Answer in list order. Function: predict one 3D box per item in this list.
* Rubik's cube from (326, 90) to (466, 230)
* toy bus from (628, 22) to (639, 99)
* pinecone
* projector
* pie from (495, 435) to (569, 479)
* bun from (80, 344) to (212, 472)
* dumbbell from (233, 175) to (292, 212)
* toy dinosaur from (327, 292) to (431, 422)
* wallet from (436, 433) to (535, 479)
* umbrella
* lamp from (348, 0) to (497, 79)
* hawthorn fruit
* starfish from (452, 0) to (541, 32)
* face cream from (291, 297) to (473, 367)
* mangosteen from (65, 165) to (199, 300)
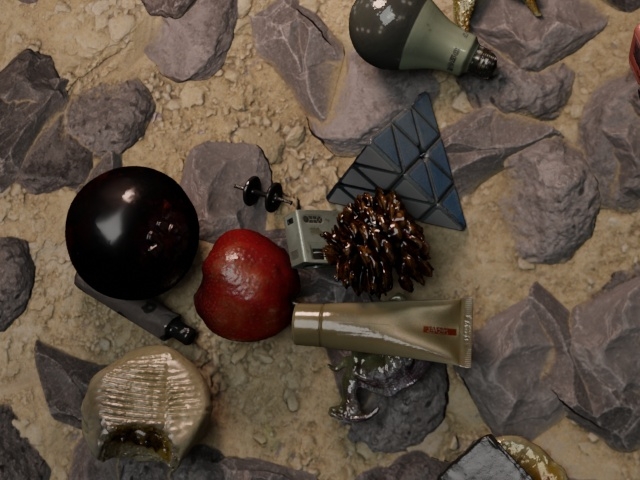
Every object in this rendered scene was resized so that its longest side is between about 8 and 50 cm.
[{"bbox_3d":[0.153,-0.151,1.691,0.228,0.229,0.233,-10,30,-17],"label":"Rubik's cube"},{"bbox_3d":[0.699,-0.200,1.438,0.203,0.233,0.427,-22,72,16],"label":"toy bus"},{"bbox_3d":[0.104,0.014,1.629,0.221,0.221,0.221,-4,80,20],"label":"pinecone"},{"bbox_3d":[0.000,0.000,1.719,0.061,0.147,0.115,-27,69,47],"label":"projector"},{"bbox_3d":[0.370,0.469,1.550,0.185,0.052,0.218,-15,78,12],"label":"pie"},{"bbox_3d":[-0.365,0.361,1.765,0.281,0.205,0.281,5,57,-8],"label":"bun"},{"bbox_3d":[-0.126,-0.101,1.824,0.147,0.069,0.069,17,87,22],"label":"dumbbell"},{"bbox_3d":[0.121,0.237,1.669,0.294,0.077,0.162,-41,70,11],"label":"toy dinosaur"},{"bbox_3d":[0.351,0.495,1.510,0.146,0.030,0.285,-46,75,11],"label":"wallet"},{"bbox_3d":[-0.419,0.145,1.892,0.337,0.073,0.067,27,128,23],"label":"umbrella"},{"bbox_3d":[0.208,-0.425,1.695,0.314,0.182,0.182,15,87,20],"label":"lamp"},{"bbox_3d":[-0.129,0.109,1.717,0.266,0.210,0.230,22,100,20],"label":"hawthorn fruit"},{"bbox_3d":[0.342,-0.602,1.735,0.358,0.078,0.347,42,94,21],"label":"starfish"},{"bbox_3d":[0.118,0.168,1.604,0.341,0.084,0.137,2,68,9],"label":"face cream"},{"bbox_3d":[-0.423,-0.021,1.806,0.313,0.297,0.297,16,87,19],"label":"mangosteen"}]
